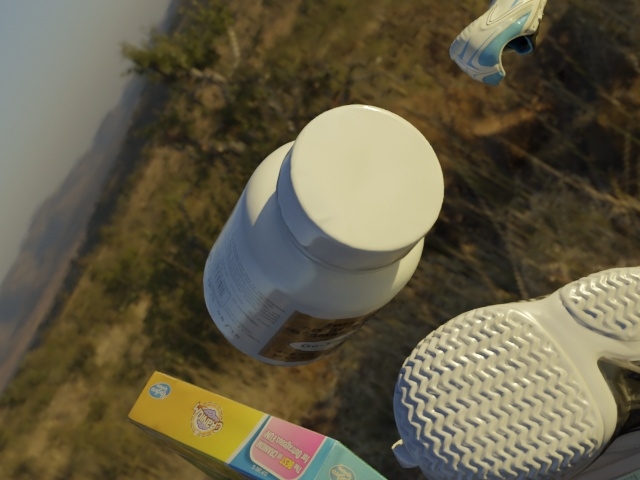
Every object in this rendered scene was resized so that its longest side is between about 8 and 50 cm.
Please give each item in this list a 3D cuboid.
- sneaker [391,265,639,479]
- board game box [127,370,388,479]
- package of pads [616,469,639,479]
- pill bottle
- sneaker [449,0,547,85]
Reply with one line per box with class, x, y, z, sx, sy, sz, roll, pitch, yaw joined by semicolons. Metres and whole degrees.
sneaker;0.218;0.094;0.806;0.210;0.366;0.137;101;154;-71
board game box;-0.029;0.253;1.237;0.316;0.242;0.064;10;63;50
package of pads;0.367;0.201;0.983;0.101;0.229;0.296;-37;-3;34
pill bottle;0.000;0.000;0.830;0.131;0.131;0.229;-66;6;-26
sneaker;0.253;-0.290;1.479;0.237;0.086;0.085;-51;4;-20
